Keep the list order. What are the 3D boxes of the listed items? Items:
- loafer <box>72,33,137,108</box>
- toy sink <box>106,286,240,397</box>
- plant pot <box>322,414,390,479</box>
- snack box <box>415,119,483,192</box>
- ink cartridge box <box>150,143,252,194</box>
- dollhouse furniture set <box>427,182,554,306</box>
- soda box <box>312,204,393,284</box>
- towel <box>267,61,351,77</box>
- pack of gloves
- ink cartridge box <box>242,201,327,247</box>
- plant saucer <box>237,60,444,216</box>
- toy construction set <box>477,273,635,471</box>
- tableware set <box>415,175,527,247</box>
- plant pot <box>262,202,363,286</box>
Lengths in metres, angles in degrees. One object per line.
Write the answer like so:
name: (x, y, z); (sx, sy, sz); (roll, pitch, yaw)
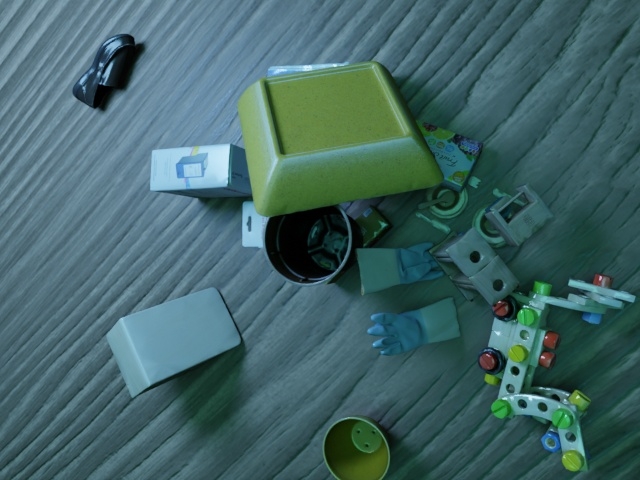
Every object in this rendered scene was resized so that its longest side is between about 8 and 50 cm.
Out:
loafer: (-0.529, -0.420, 1.236); (0.220, 0.080, 0.078); (-44, 86, 18)
toy sink: (-0.327, 0.224, 1.100); (0.131, 0.234, 0.153); (-38, 77, 45)
plant pot: (0.082, 0.409, 0.986); (0.134, 0.095, 0.135); (0, 89, 18)
snack box: (0.233, -0.167, 0.966); (0.141, 0.037, 0.100); (25, 80, 20)
ink cartridge box: (-0.236, -0.145, 1.067); (0.212, 0.154, 0.093); (3, 89, 27)
dollhouse furniture set: (0.321, 0.011, 0.893); (0.183, 0.129, 0.129); (-39, 89, -3)
soda box: (0.064, 0.011, 1.020); (0.181, 0.061, 0.058); (-44, 76, 13)
towel: (-0.037, -0.247, 1.078); (0.209, 0.034, 0.286); (6, 91, 20)
pack of gloves: (0.158, 0.106, 0.927); (0.046, 0.231, 0.195); (-19, 79, 53)
ink cartridge box: (-0.076, -0.035, 1.070); (0.181, 0.061, 0.105); (0, 89, 18)
plant saucer: (0.021, -0.215, 0.892); (0.332, 0.081, 0.333); (-11, 52, -5)
toy construction set: (0.402, 0.199, 0.852); (0.214, 0.151, 0.328); (19, 87, 43)
tableware set: (0.291, -0.058, 0.956); (0.194, 0.039, 0.128); (32, 99, 17)
plant pot: (0.000, 0.000, 0.922); (0.166, 0.165, 0.167); (-1, 87, 19)
